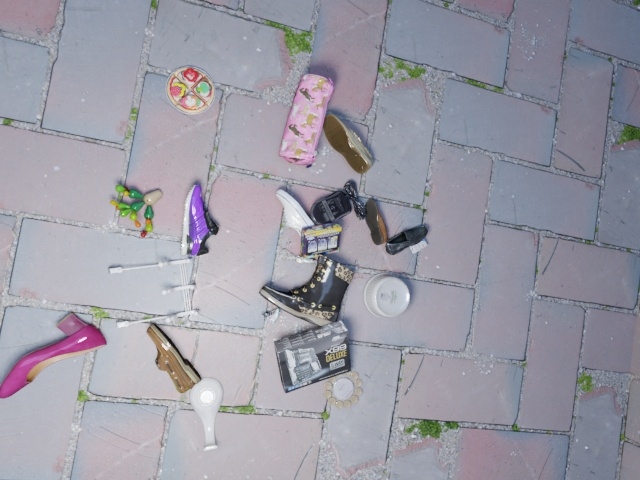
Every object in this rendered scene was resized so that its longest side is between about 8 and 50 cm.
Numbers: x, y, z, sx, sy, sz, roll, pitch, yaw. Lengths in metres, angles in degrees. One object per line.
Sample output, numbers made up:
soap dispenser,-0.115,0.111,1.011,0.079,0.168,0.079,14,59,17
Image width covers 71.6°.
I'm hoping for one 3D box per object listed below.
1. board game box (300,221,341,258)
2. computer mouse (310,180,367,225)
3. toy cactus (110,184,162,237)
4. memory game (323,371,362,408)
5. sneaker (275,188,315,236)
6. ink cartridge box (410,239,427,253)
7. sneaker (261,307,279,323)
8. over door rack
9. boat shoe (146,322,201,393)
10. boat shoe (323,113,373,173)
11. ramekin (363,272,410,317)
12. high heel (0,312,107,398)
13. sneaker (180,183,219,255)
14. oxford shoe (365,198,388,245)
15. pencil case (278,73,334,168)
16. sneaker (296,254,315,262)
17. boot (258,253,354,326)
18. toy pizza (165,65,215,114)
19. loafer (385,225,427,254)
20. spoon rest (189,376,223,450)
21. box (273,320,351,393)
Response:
board game box,0.000,0.000,1.913,0.170,0.048,0.141,-11,129,-19
computer mouse,0.063,-0.138,1.970,0.272,0.072,0.189,-23,93,-26
toy cactus,-0.713,-0.138,1.765,0.180,0.112,0.219,-40,96,-31
memory game,0.102,0.664,1.990,0.186,0.012,0.186,0,88,-15
sneaker,-0.116,-0.103,1.905,0.091,0.094,0.258,-42,98,-13
ink cartridge box,0.453,0.023,2.082,0.083,0.028,0.048,-30,96,-13
sneaker,-0.216,0.315,1.880,0.069,0.038,0.098,20,129,-7
over door rack,-0.660,0.208,1.755,0.324,0.108,0.240,-7,90,-14
boat shoe,-0.605,0.475,1.761,0.104,0.110,0.307,-37,98,-13
boat shoe,0.127,-0.438,1.979,0.302,0.109,0.098,51,42,-5
ramekin,0.305,0.252,1.999,0.207,0.109,0.207,0,90,-14
high heel,-0.994,0.464,1.649,0.181,0.127,0.377,40,77,0
sneaker,-0.487,-0.078,1.814,0.146,0.102,0.294,7,92,-18
oxford shoe,0.257,-0.086,2.024,0.076,0.076,0.212,-13,90,-44
pencil case,-0.056,-0.514,1.895,0.167,0.160,0.386,15,85,-13
sneaker,-0.065,0.080,1.947,0.083,0.032,0.037,1,89,-15
boot,-0.047,0.193,1.895,0.377,0.138,0.284,27,84,-16
toy pizza,-0.538,-0.625,1.838,0.201,0.032,0.201,0,89,-14
loafer,0.397,-0.011,2.035,0.223,0.076,0.078,-28,136,-11
spoon rest,-0.464,0.705,1.821,0.137,0.084,0.277,-3,77,-16
box,-0.029,0.490,1.873,0.307,0.076,0.243,-14,122,-14
